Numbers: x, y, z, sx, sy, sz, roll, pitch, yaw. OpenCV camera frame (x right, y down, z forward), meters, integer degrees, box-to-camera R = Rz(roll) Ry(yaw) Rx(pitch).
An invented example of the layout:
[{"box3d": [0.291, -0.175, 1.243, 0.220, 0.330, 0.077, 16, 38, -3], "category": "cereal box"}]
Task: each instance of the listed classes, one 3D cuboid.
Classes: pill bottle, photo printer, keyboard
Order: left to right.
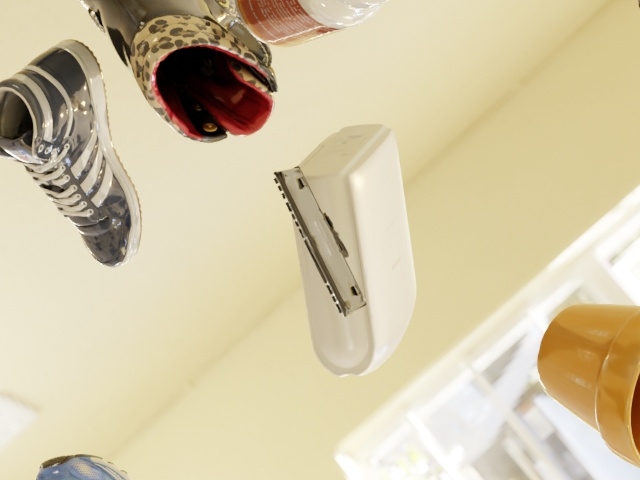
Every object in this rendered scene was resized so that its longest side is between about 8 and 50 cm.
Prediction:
[{"box3d": [0.000, 0.000, 1.772, 0.180, 0.023, 0.108, 64, 18, 1], "category": "keyboard"}, {"box3d": [0.001, -0.288, 1.721, 0.121, 0.121, 0.216, 45, -22, -20], "category": "pill bottle"}, {"box3d": [0.051, 0.020, 2.122, 0.256, 0.107, 0.308, -48, 133, -64], "category": "photo printer"}]

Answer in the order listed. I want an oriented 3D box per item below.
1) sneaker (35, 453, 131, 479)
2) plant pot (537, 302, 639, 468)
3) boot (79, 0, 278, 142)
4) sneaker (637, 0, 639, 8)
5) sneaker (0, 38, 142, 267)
[{"box3d": [-0.244, 0.401, 1.777, 0.147, 0.129, 0.330, -58, 129, -75], "category": "sneaker"}, {"box3d": [0.373, 0.159, 1.881, 0.188, 0.205, 0.205, 19, -18, 51], "category": "plant pot"}, {"box3d": [-0.142, -0.219, 1.814, 0.377, 0.138, 0.284, 36, 13, -50], "category": "boot"}, {"box3d": [0.421, -0.234, 1.711, 0.299, 0.121, 0.112, 35, 41, -47], "category": "sneaker"}, {"box3d": [-0.304, -0.078, 1.808, 0.153, 0.099, 0.282, -40, 124, -52], "category": "sneaker"}]
